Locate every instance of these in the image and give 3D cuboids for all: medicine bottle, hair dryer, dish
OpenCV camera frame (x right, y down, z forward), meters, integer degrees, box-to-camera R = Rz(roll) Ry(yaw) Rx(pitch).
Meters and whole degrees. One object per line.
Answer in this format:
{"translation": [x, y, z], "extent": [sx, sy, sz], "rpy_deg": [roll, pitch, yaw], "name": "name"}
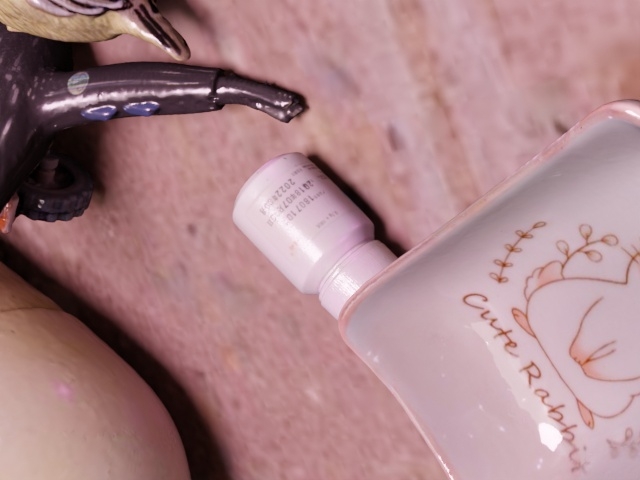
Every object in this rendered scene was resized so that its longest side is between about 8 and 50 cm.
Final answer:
{"translation": [0.000, 0.000, 0.682], "extent": [0.089, 0.052, 0.052], "rpy_deg": [45, 136, 16], "name": "medicine bottle"}
{"translation": [-0.115, -0.057, 0.711], "extent": [0.219, 0.196, 0.075], "rpy_deg": [-3, 143, 20], "name": "hair dryer"}
{"translation": [-0.229, 0.142, 0.842], "extent": [0.406, 0.235, 0.236], "rpy_deg": [35, 132, 27], "name": "medicine bottle"}
{"translation": [0.120, 0.039, 0.572], "extent": [0.151, 0.077, 0.212], "rpy_deg": [57, 138, 7], "name": "dish"}

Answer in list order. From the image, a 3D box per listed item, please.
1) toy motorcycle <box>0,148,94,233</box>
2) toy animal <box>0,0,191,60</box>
{"translation": [-0.243, -0.068, 0.827], "extent": [0.212, 0.118, 0.084], "rpy_deg": [36, 120, 24], "name": "toy motorcycle"}
{"translation": [-0.121, -0.149, 0.693], "extent": [0.137, 0.098, 0.098], "rpy_deg": [21, 126, 21], "name": "toy animal"}
